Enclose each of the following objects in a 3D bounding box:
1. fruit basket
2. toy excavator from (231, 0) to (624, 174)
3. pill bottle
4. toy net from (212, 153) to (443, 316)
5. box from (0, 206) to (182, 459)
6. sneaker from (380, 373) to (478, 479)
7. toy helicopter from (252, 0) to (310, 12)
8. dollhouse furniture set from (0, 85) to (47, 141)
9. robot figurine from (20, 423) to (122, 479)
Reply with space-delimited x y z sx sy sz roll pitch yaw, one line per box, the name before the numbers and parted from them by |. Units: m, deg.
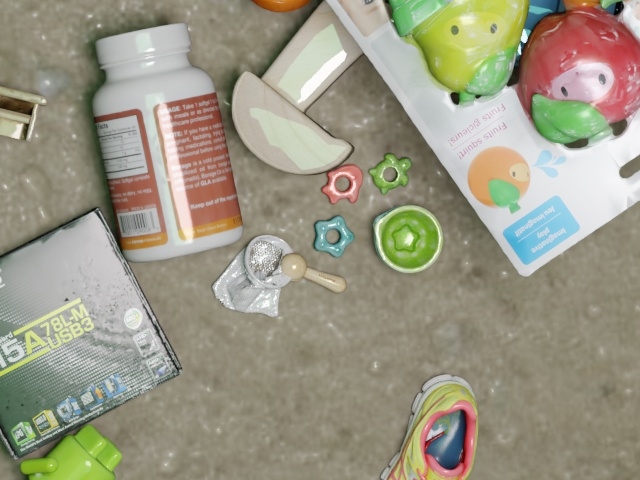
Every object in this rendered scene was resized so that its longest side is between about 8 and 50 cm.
fruit basket | 0.209 -0.197 1.756 0.327 0.165 0.353 -34 86 11
toy excavator | 0.168 -0.243 1.938 0.445 0.222 0.433 13 92 4
pill bottle | -0.151 -0.094 1.914 0.121 0.121 0.216 -12 95 -8
toy net | 0.000 0.000 1.982 0.232 0.045 0.122 -20 97 -7
box | -0.259 0.090 1.947 0.190 0.045 0.184 -27 99 -7
sneaker | 0.107 0.239 1.990 0.081 0.094 0.209 13 93 -11
toy helicopter | -0.050 -0.410 1.900 0.235 0.140 0.355 -38 81 -11
dollhouse furniture set | -0.329 -0.157 1.851 0.161 0.182 0.101 13 91 -9
robot figurine | -0.247 0.236 1.946 0.115 0.067 0.101 -47 129 -5
